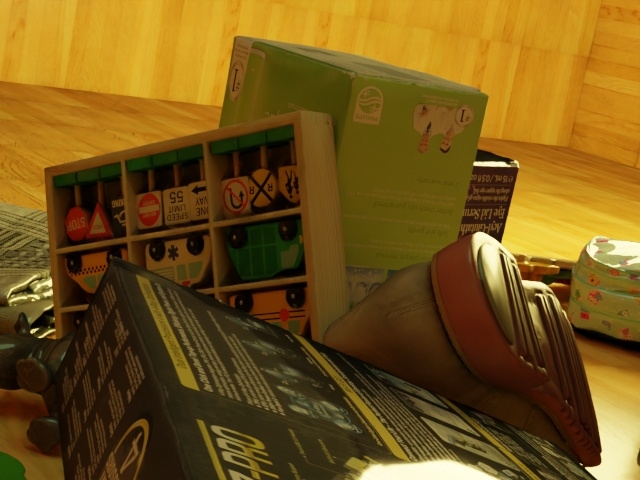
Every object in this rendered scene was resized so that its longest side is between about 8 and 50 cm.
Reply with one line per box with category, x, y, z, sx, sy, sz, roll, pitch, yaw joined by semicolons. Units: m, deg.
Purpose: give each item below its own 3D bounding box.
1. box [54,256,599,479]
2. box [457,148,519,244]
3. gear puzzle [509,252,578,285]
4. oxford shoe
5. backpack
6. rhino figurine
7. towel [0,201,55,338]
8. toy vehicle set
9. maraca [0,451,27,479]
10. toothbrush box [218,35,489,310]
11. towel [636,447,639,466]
box;0.043;0.143;0.651;0.318;0.097;0.395;25;5;-18
box;0.081;0.013;1.275;0.108;0.207;0.153;20;15;38
gear puzzle;0.326;0.048;1.702;0.175;0.044;0.339;8;1;41
oxford shoe;0.112;0.095;0.986;0.130;0.123;0.348;-21;-32;17
backpack;0.370;0.065;1.544;0.182;0.115;0.152;10;13;12
rhino figurine;-0.163;0.100;0.949;0.243;0.073;0.106;14;15;22
towel;-0.332;0.007;1.301;0.324;0.056;0.312;15;11;14
toy vehicle set;-0.097;0.010;0.996;0.267;0.165;0.035;-9;-5;39
maraca;-0.232;0.112;0.776;0.186;0.099;0.127;35;9;-12
toothbrush box;0.000;0.000;1.061;0.122;0.283;0.206;4;14;-28
towel;0.449;0.119;0.912;0.320;0.090;0.374;-39;37;-17
